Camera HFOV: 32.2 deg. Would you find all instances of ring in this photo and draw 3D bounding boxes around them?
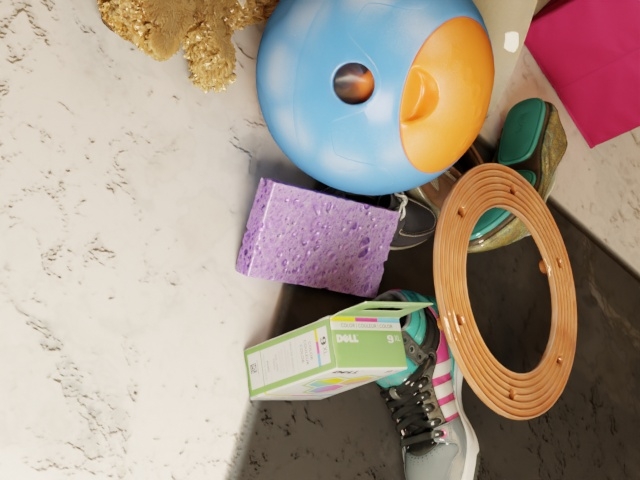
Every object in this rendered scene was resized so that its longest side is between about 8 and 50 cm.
[{"bbox_3d":[0.240,0.065,1.447,0.336,0.032,0.336,17,67,-47],"label":"ring"}]

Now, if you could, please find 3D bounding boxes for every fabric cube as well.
[{"bbox_3d":[0.545,-0.359,1.908,0.259,0.258,0.254,54,45,-10],"label":"fabric cube"}]

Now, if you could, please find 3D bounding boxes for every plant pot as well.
[{"bbox_3d":[0.186,-0.334,1.570,0.191,0.284,0.284,16,56,-2],"label":"plant pot"}]

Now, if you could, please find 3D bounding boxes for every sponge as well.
[{"bbox_3d":[0.000,0.000,1.352,0.210,0.031,0.117,12,98,-41],"label":"sponge"}]

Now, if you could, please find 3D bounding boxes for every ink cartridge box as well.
[{"bbox_3d":[0.022,0.125,1.226,0.109,0.209,0.062,6,67,-42],"label":"ink cartridge box"}]

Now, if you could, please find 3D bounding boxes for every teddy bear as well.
[{"bbox_3d":[-0.149,-0.308,1.330,0.338,0.113,0.245,-53,134,-40],"label":"teddy bear"}]

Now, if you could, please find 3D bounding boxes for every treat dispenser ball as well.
[{"bbox_3d":[0.065,-0.198,1.335,0.288,0.288,0.288,20,59,-36],"label":"treat dispenser ball"}]

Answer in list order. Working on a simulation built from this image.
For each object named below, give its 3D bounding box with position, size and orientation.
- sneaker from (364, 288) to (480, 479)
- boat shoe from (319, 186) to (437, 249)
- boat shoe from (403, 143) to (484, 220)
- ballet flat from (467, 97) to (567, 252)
[{"bbox_3d":[0.101,0.179,1.336,0.178,0.124,0.295,31,45,-36],"label":"sneaker"},{"bbox_3d":[0.086,-0.036,1.458,0.206,0.065,0.075,9,67,-36],"label":"boat shoe"},{"bbox_3d":[0.128,-0.179,1.532,0.324,0.116,0.123,54,45,-11],"label":"boat shoe"},{"bbox_3d":[0.296,-0.075,1.655,0.123,0.123,0.348,46,47,-18],"label":"ballet flat"}]
